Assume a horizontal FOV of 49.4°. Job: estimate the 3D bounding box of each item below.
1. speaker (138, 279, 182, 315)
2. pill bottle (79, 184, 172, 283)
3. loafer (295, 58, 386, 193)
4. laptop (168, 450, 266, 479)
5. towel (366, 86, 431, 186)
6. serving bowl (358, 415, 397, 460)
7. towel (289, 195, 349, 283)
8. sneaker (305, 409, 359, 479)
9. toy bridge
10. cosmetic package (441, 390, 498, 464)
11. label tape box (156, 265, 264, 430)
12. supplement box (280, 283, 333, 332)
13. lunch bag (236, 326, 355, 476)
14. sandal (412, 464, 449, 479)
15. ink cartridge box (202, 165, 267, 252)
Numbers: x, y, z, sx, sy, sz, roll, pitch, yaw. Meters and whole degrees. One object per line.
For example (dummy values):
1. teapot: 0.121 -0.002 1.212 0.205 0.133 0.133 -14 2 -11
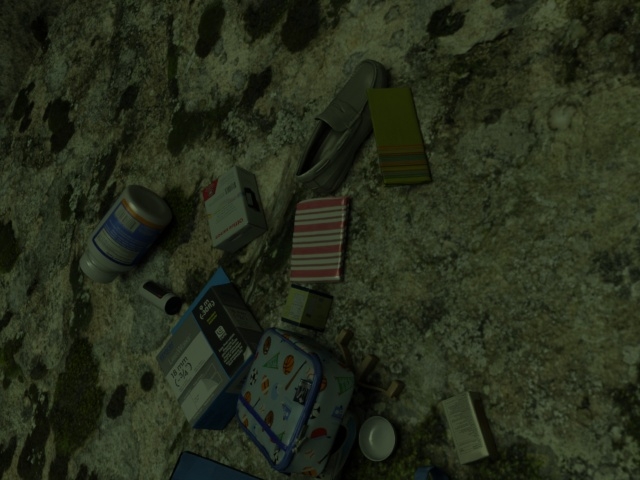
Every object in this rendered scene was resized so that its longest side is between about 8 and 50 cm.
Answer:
1. speaker: -0.425 0.151 1.843 0.136 0.055 0.055 23 92 42
2. pill bottle: -0.548 -0.010 1.933 0.272 0.152 0.152 -48 52 19
3. loafer: 0.045 -0.257 1.538 0.112 0.111 0.319 27 94 42
4. laptop: -0.130 0.645 1.212 0.408 0.236 0.382 45 118 46
5. towel: 0.161 -0.219 1.455 0.021 0.102 0.237 108 157 -63
6. serving bowl: 0.114 0.380 1.333 0.083 0.027 0.083 -13 68 36
7. towel: 0.000 0.000 1.554 0.144 0.029 0.197 -3 76 39
8. sneaker: 0.006 0.443 1.367 0.085 0.086 0.237 18 89 40
9. toy bridge: 0.091 0.257 1.394 0.188 0.026 0.063 42 107 40
10. cosmetic package: 0.261 0.328 1.217 0.060 0.041 0.115 -29 60 30
11. label tape box: -0.270 0.241 1.650 0.240 0.106 0.333 -51 51 15
12. supplement box: -0.028 0.145 1.490 0.056 0.083 0.083 13 84 42
13. lunch bag: -0.060 0.318 1.373 0.303 0.115 0.243 25 92 64
14. sandal: 0.160 0.513 1.200 0.317 0.126 0.138 -49 47 7
15. ink cartridge box: -0.215 -0.075 1.725 0.127 0.072 0.175 -32 58 28
